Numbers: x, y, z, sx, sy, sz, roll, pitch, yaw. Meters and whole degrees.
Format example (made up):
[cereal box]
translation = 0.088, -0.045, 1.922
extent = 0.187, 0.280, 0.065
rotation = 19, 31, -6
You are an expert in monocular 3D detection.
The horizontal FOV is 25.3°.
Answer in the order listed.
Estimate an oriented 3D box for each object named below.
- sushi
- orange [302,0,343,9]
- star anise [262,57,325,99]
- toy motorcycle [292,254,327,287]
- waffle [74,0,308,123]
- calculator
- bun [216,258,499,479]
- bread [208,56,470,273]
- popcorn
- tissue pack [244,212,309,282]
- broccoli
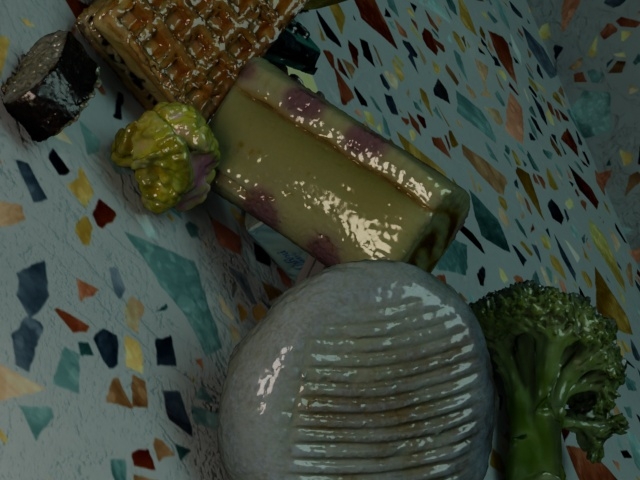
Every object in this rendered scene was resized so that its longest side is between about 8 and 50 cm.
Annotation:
[sushi]
translation = -0.307, -0.178, 1.647
extent = 0.078, 0.090, 0.150
rotation = 54, 23, -27
[orange]
translation = -0.006, -0.514, 2.363
extent = 0.235, 0.279, 0.279
rotation = 12, 47, -21
[star anise]
translation = -0.045, -0.193, 2.165
extent = 0.236, 0.093, 0.229
rotation = 59, 26, 8
[toy motorcycle]
translation = 0.058, 0.099, 1.944
extent = 0.223, 0.108, 0.341
rotation = 38, 59, -25
[waffle]
translation = -0.152, -0.316, 1.887
extent = 0.308, 0.091, 0.213
rotation = -53, 122, -23
[calculator]
translation = -0.128, -0.360, 2.123
extent = 0.274, 0.058, 0.248
rotation = 16, 31, -51
[bun]
translation = 0.042, 0.194, 1.685
extent = 0.362, 0.362, 0.211
rotation = 54, -9, -17
[bread]
translation = 0.011, -0.073, 1.843
extent = 0.338, 0.187, 0.155
rotation = 33, -3, 19
[popcorn]
translation = -0.186, -0.104, 1.760
extent = 0.126, 0.125, 0.145
rotation = 54, 0, 37
[tissue pack]
translation = 0.000, 0.000, 2.064
extent = 0.263, 0.089, 0.177
rotation = 44, 29, -29
[broccoli]
translation = 0.364, 0.242, 2.431
extent = 0.353, 0.275, 0.397
rotation = 48, 43, 12
